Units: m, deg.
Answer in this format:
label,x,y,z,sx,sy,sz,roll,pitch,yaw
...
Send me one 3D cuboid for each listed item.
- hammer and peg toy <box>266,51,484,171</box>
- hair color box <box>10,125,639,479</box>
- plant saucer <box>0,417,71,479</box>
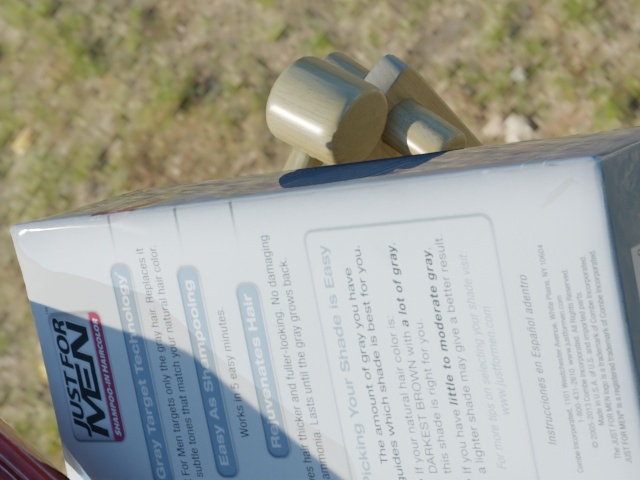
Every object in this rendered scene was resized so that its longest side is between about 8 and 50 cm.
label,x,y,z,sx,sy,sz,roll,pitch,yaw
hammer and peg toy,0.000,0.000,1.327,0.127,0.361,0.266,36,90,29
hair color box,0.021,0.054,0.994,0.374,0.113,0.185,-6,100,36
plant saucer,-0.251,0.163,0.983,0.259,0.048,0.258,38,52,21
